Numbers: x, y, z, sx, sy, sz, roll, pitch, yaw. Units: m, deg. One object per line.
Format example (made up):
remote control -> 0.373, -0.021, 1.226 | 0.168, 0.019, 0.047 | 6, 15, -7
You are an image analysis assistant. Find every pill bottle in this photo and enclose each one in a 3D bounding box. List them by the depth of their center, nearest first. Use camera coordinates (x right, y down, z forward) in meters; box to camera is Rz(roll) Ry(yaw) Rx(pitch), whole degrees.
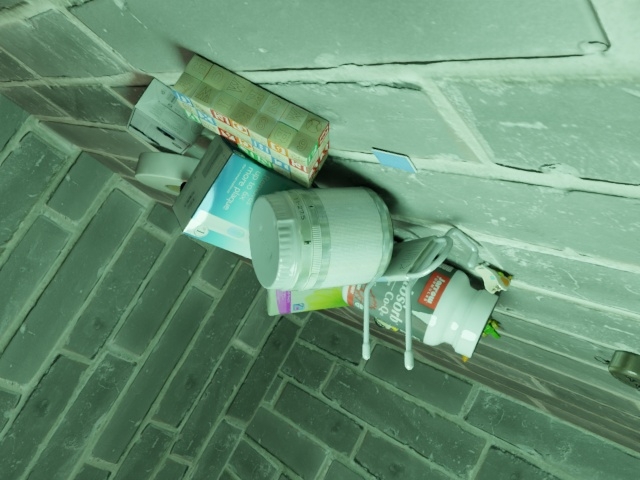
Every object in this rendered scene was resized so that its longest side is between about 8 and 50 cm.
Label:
pill bottle -> 0.256, 0.142, 1.557 | 0.363, 0.210, 0.210 | 25, 167, 20

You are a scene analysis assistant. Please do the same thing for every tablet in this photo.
tablet -> 0.137, -0.149, 1.119 | 0.083, 0.006, 0.054 | 19, 164, 38

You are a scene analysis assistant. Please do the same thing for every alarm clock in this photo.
alarm clock -> 0.755, 0.318, 1.469 | 0.129, 0.064, 0.192 | 37, 169, -33

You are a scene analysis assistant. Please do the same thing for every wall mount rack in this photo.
wall mount rack -> 0.190, 0.116, 1.331 | 0.130, 0.304, 0.350 | 43, 162, -11

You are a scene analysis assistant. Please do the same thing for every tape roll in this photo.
tape roll -> -0.348, -0.168, 1.778 | 0.392, 0.072, 0.392 | 12, 174, 1

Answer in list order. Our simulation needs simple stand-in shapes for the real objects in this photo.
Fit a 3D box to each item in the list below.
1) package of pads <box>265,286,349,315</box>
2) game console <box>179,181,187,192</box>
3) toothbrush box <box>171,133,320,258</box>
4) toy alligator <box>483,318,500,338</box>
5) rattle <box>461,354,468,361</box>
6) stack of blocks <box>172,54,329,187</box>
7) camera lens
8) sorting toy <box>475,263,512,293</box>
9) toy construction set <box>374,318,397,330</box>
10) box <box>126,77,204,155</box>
package of pads -> -0.035, 0.135, 1.996 | 0.296, 0.101, 0.229 | -7, 140, -10
game console -> -0.212, -0.054, 1.617 | 0.361, 0.044, 0.213 | 24, -161, -35
toothbrush box -> -0.157, -0.082, 1.404 | 0.295, 0.216, 0.126 | 25, -161, -38
toy alligator -> 0.480, 0.238, 1.821 | 0.189, 0.056, 0.051 | 35, -152, -25
rattle -> 0.412, 0.275, 1.934 | 0.199, 0.143, 0.130 | 28, -172, -23
stack of blocks -> -0.132, -0.234, 1.208 | 0.297, 0.087, 0.171 | 28, 169, 6
camera lens -> 0.005, -0.005, 1.310 | 0.274, 0.219, 0.219 | -5, -177, -24
sorting toy -> 0.395, 0.082, 1.391 | 0.075, 0.045, 0.083 | 37, 169, 2
toy construction set -> 0.201, 0.146, 1.792 | 0.327, 0.215, 0.151 | 33, 147, 13
box -> -0.401, -0.304, 1.565 | 0.169, 0.087, 0.290 | 34, 168, -19
